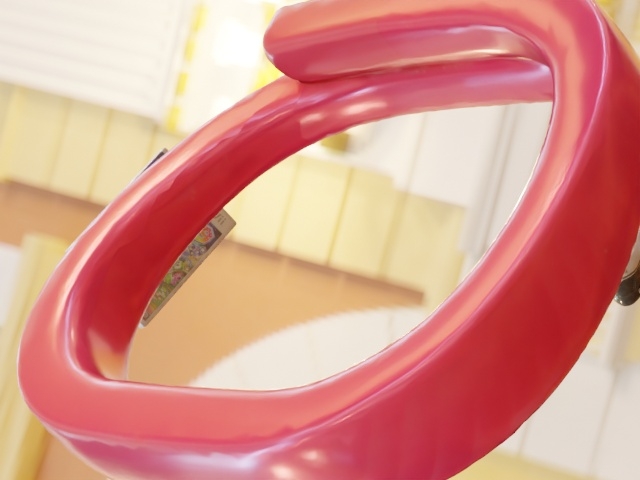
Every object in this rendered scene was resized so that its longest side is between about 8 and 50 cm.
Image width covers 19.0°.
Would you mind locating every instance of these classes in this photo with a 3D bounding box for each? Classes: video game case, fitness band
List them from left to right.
[{"bbox_3d":[-0.133,-0.003,1.519,0.087,0.011,0.122,47,-117,-12],"label":"video game case"},{"bbox_3d":[0.000,0.000,0.687,0.054,0.291,0.209,42,-115,-29],"label":"fitness band"}]

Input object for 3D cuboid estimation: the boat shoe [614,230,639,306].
[{"bbox_3d":[0.246,0.003,1.527,0.040,0.049,0.142,63,-150,-21],"label":"boat shoe"}]
